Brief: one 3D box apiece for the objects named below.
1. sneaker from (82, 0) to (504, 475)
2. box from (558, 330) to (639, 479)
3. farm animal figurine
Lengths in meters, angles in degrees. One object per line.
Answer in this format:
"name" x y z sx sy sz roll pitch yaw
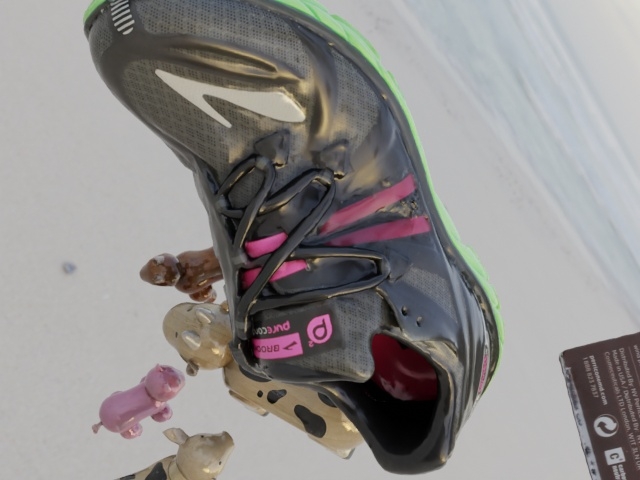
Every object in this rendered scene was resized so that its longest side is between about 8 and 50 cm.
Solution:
"sneaker" 0.000 0.000 0.763 0.482 0.185 0.202 50 37 -25
"box" 0.335 0.184 0.911 0.203 0.167 0.168 46 31 -58
"farm animal figurine" -0.081 0.143 0.977 0.172 0.327 0.330 61 37 -71
